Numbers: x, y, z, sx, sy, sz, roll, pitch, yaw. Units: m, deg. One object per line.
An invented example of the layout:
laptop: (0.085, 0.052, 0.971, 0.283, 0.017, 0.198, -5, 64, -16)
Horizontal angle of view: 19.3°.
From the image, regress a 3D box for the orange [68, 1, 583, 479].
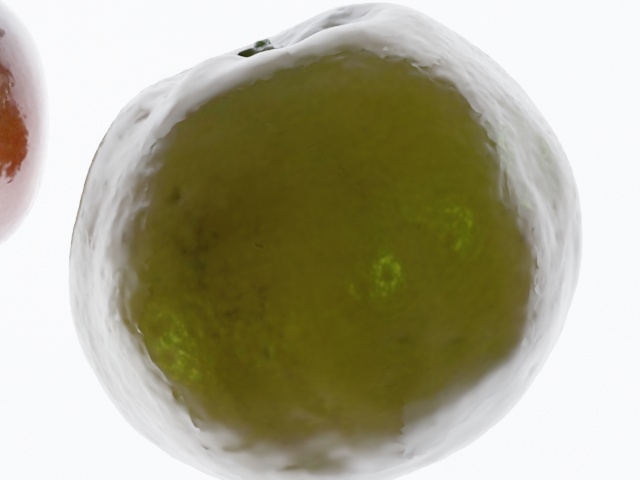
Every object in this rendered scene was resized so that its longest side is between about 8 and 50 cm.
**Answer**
orange: (0.000, 0.000, 0.992, 0.279, 0.279, 0.235, -22, -69, 5)

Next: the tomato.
tomato: (-0.326, -0.095, 1.428, 0.256, 0.256, 0.224, 24, -66, 3)
